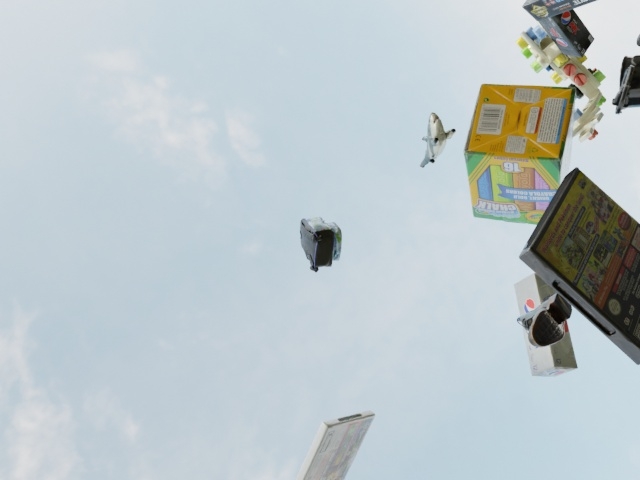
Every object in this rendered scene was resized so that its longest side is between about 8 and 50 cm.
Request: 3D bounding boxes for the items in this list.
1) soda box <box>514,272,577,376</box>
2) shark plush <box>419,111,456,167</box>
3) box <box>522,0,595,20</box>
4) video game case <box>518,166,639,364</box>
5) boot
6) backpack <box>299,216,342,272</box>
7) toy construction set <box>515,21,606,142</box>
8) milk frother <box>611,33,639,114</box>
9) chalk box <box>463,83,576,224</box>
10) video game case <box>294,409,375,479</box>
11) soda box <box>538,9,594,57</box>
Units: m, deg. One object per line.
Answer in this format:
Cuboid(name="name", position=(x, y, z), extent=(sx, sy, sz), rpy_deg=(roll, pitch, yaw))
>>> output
Cuboid(name="soda box", position=(0.650, 0.244, 2.065), extent=(0.091, 0.098, 0.286), rpy_deg=(8, -118, -24))
Cuboid(name="shark plush", position=(0.283, -0.245, 1.783), extent=(0.073, 0.161, 0.067), rpy_deg=(-36, -114, -18))
Cuboid(name="box", position=(0.497, -0.514, 1.335), extent=(0.051, 0.220, 0.175), rpy_deg=(36, -96, -16))
Cuboid(name="video game case", position=(0.469, 0.031, 1.177), extent=(0.248, 0.035, 0.275), rpy_deg=(43, -133, 1))
Cuboid(name="boot", position=(0.505, 0.204, 1.655), extent=(0.082, 0.106, 0.219), rpy_deg=(54, -139, 5))
Cuboid(name="backpack", position=(0.000, 0.000, 1.658), extent=(0.084, 0.105, 0.114), rpy_deg=(-8, -150, -20))
Cuboid(name="toy construction set", position=(0.613, -0.408, 1.759), extent=(0.328, 0.151, 0.215), rpy_deg=(58, -159, -12))
Cuboid(name="milk frother", position=(0.513, -0.230, 1.057), extent=(0.129, 0.135, 0.143), rpy_deg=(53, -130, -47))
Cuboid(name="chalk box", position=(0.402, -0.148, 1.423), extent=(0.289, 0.179, 0.180), rpy_deg=(62, -139, -55))
Cuboid(name="video game case", position=(0.024, 0.463, 1.529), extent=(0.023, 0.201, 0.183), rpy_deg=(32, -165, 34))
Cuboid(name="soda box", position=(0.531, -0.475, 1.567), extent=(0.169, 0.060, 0.053), rpy_deg=(34, -89, -38))
